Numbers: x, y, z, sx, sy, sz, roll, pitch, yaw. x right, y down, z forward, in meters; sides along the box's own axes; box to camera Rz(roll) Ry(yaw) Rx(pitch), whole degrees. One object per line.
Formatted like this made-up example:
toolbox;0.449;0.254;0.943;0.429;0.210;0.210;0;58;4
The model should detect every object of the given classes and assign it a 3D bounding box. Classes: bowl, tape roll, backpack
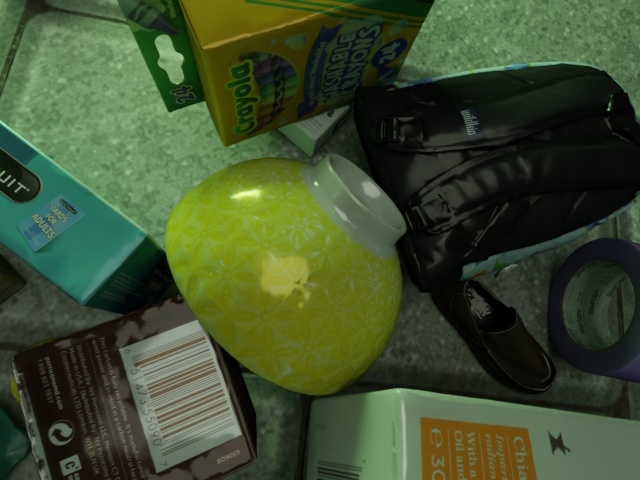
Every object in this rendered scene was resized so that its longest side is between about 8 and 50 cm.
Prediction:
bowl;0.000;0.000;0.454;0.289;0.289;0.156;47;113;4
tape roll;0.414;0.095;0.569;0.080;0.189;0.189;12;75;-7
backpack;0.257;-0.105;0.577;0.355;0.273;0.290;-20;77;7

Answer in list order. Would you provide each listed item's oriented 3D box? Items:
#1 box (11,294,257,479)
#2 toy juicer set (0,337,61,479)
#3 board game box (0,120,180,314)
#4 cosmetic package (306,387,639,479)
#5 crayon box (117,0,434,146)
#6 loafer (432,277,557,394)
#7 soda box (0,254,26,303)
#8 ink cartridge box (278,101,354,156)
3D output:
box;-0.173;0.167;0.446;0.166;0.203;0.169;-20;80;-13
toy juicer set;-0.399;0.270;0.455;0.328;0.089;0.209;-26;100;-17
board game box;-0.314;-0.049;0.448;0.336;0.254;0.079;37;73;0
cosmetic package;0.215;0.297;0.420;0.452;0.161;0.230;16;62;-24
crayon box;-0.038;-0.225;0.497;0.322;0.203;0.083;-22;81;-11
loafer;0.255;0.136;0.589;0.220;0.078;0.080;43;74;3
soda box;-0.462;0.089;0.490;0.181;0.061;0.058;-43;86;-16
ink cartridge box;-0.004;-0.225;0.640;0.109;0.063;0.150;40;75;3
